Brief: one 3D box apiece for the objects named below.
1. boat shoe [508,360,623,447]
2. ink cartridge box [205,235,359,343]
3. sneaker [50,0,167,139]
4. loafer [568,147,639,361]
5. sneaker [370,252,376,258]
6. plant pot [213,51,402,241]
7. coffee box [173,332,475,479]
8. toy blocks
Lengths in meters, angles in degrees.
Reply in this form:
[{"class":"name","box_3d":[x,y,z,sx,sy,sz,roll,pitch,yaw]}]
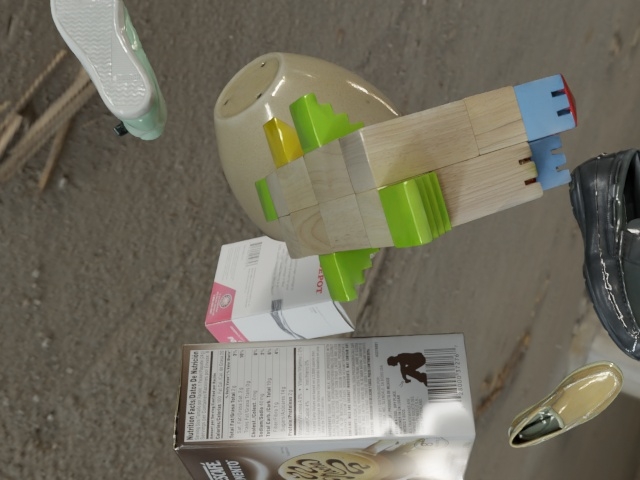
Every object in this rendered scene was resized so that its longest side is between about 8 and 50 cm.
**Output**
[{"class":"boat shoe","box_3d":[0.348,0.243,1.203,0.190,0.068,0.072,-45,167,24]},{"class":"ink cartridge box","box_3d":[-0.068,0.093,1.683,0.117,0.283,0.207,56,32,-42]},{"class":"sneaker","box_3d":[-0.291,-0.255,1.175,0.094,0.255,0.151,-23,167,-5]},{"class":"loafer","box_3d":[0.296,0.006,0.812,0.076,0.078,0.223,25,50,-35]},{"class":"sneaker","box_3d":[0.000,0.000,1.858,0.094,0.235,0.153,-129,-158,-83]},{"class":"plant pot","box_3d":[-0.048,-0.166,1.256,0.191,0.284,0.284,43,67,-34]},{"class":"coffee box","box_3d":[0.006,0.190,0.911,0.168,0.297,0.118,82,6,-58]},{"class":"toy blocks","box_3d":[0.114,-0.071,0.824,0.261,0.381,0.190,-18,93,-18]}]
